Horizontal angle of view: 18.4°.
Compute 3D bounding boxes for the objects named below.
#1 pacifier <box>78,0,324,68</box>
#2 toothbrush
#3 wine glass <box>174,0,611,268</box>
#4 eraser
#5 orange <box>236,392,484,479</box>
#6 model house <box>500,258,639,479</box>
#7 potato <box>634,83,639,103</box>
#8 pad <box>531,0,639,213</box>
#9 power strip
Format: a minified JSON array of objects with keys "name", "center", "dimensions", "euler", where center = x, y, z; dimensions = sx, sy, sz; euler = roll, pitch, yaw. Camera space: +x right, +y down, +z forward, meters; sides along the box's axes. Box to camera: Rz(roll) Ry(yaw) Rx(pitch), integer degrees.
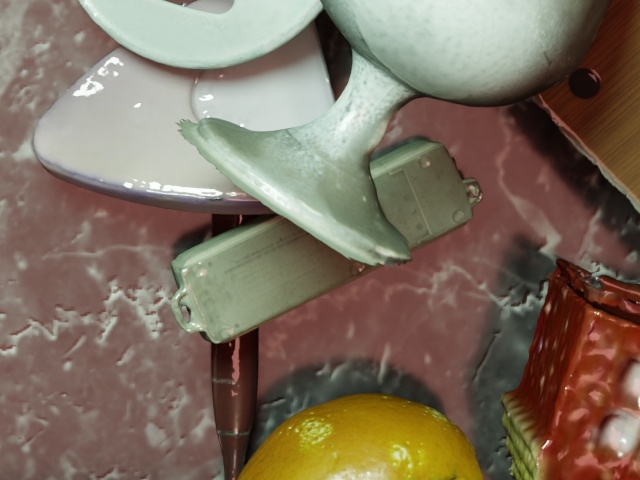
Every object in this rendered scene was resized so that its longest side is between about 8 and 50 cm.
[{"name":"pacifier","center":[-0.105,-0.308,1.472],"dimensions":[0.288,0.269,0.343],"euler":[15,92,16]},{"name":"toothbrush","center":[-0.072,0.100,1.629],"dimensions":[0.041,0.041,0.364],"euler":[1,97,-4]},{"name":"wine glass","center":[0.071,-0.160,1.397],"dimensions":[0.238,0.238,0.323],"euler":[30,98,-7]},{"name":"eraser","center":[-0.106,-0.096,1.572],"dimensions":[0.243,0.059,0.204],"euler":[-13,69,-1]},{"name":"orange","center":[0.014,0.220,1.571],"dimensions":[0.158,0.179,0.237],"euler":[44,85,-18]},{"name":"model house","center":[0.229,0.159,1.582],"dimensions":[0.160,0.196,0.254],"euler":[21,96,-6]},{"name":"potato","center":[0.346,-0.216,1.491],"dimensions":[0.296,0.290,0.397],"euler":[-4,126,0]},{"name":"pad","center":[0.331,-0.103,1.423],"dimensions":[0.284,0.018,0.286],"euler":[46,122,-1]},{"name":"power strip","center":[0.000,0.001,1.592],"dimensions":[0.272,0.052,0.078],"euler":[-26,103,-12]}]
